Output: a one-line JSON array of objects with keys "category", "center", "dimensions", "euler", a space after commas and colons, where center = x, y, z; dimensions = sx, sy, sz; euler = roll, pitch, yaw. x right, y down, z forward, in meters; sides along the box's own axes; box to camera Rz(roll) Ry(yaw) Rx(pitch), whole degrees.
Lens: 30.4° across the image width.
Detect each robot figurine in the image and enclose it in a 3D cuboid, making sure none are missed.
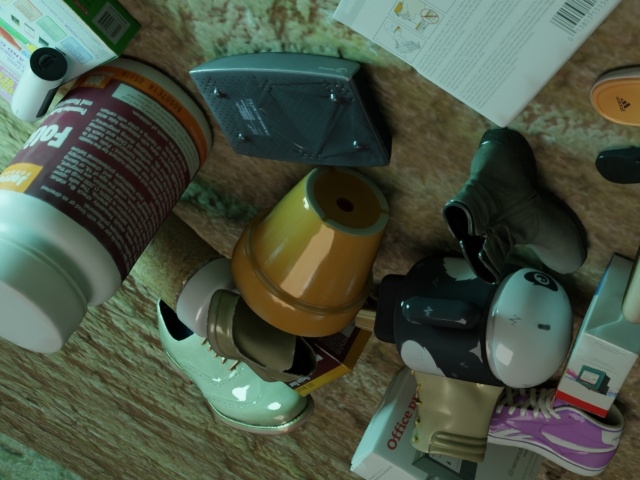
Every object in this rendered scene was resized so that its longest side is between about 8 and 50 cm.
[{"category": "robot figurine", "center": [0.213, 0.108, 1.640], "dimensions": [0.278, 0.209, 0.174], "euler": [7, 125, 36]}]

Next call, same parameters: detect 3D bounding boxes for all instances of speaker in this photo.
[{"category": "speaker", "center": [-0.399, -0.220, 1.665], "dimensions": [0.055, 0.055, 0.136], "euler": [36, 149, -9]}]

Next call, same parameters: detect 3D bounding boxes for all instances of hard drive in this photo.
[{"category": "hard drive", "center": [-0.034, -0.175, 1.547], "dimensions": [0.254, 0.054, 0.172], "euler": [7, 143, 34]}]

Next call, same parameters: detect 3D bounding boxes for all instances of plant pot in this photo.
[{"category": "plant pot", "center": [0.000, 0.000, 1.658], "dimensions": [0.205, 0.205, 0.188], "euler": [31, 134, -1]}]

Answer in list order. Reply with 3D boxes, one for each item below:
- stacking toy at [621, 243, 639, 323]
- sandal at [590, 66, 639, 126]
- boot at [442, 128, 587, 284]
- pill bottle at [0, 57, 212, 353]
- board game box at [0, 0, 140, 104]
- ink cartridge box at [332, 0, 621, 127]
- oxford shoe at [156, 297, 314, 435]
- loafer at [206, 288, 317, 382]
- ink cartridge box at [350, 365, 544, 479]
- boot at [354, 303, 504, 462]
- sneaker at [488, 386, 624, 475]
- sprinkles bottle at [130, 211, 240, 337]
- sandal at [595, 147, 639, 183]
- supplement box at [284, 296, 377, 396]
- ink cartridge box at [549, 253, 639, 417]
[{"category": "stacking toy", "center": [0.528, 0.077, 1.367], "dimensions": [0.330, 0.141, 0.141], "euler": [18, 148, 12]}, {"category": "sandal", "center": [0.398, -0.130, 1.218], "dimensions": [0.265, 0.076, 0.102], "euler": [0, 138, 41]}, {"category": "boot", "center": [0.235, -0.004, 1.460], "dimensions": [0.083, 0.161, 0.246], "euler": [-3, 136, 44]}, {"category": "pill bottle", "center": [-0.339, -0.051, 1.658], "dimensions": [0.224, 0.392, 0.224], "euler": [22, 148, 14]}, {"category": "board game box", "center": [-0.432, -0.323, 1.662], "dimensions": [0.316, 0.064, 0.242], "euler": [-12, 130, 49]}, {"category": "ink cartridge box", "center": [0.165, -0.262, 1.243], "dimensions": [0.239, 0.060, 0.275], "euler": [33, 150, -3]}, {"category": "oxford shoe", "center": [-0.172, 0.219, 2.097], "dimensions": [0.397, 0.140, 0.146], "euler": [24, 147, 41]}, {"category": "loafer", "center": [-0.082, 0.141, 1.740], "dimensions": [0.092, 0.102, 0.268], "euler": [-3, 159, 23]}, {"category": "ink cartridge box", "center": [0.218, 0.356, 1.966], "dimensions": [0.273, 0.198, 0.115], "euler": [31, 149, -2]}, {"category": "boot", "center": [0.155, 0.218, 1.821], "dimensions": [0.262, 0.203, 0.095], "euler": [17, -169, 14]}, {"category": "sneaker", "center": [0.334, 0.252, 1.832], "dimensions": [0.282, 0.102, 0.161], "euler": [18, 140, 9]}, {"category": "sprinkles bottle", "center": [-0.263, 0.004, 1.840], "dimensions": [0.355, 0.121, 0.121], "euler": [38, 155, 26]}, {"category": "sandal", "center": [0.391, -0.079, 1.333], "dimensions": [0.179, 0.040, 0.067], "euler": [-5, 134, 45]}, {"category": "supplement box", "center": [-0.038, 0.132, 1.927], "dimensions": [0.194, 0.129, 0.191], "euler": [37, 149, -10]}, {"category": "ink cartridge box", "center": [0.380, 0.141, 1.574], "dimensions": [0.078, 0.134, 0.231], "euler": [22, 149, 12]}]
